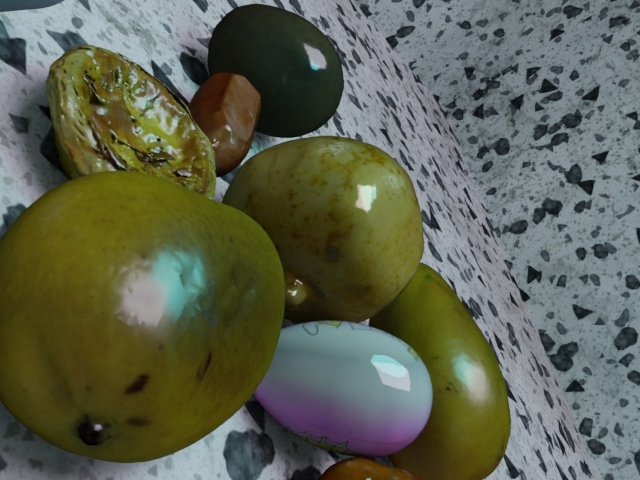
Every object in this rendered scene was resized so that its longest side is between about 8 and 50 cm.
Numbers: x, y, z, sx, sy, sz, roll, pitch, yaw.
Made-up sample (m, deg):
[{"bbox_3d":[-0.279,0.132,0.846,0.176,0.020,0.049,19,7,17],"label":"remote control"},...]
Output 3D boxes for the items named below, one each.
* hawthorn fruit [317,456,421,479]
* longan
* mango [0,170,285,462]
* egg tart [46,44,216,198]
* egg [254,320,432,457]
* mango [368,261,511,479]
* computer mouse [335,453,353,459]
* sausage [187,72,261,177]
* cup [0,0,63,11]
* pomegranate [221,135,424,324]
[{"bbox_3d":[0.076,0.419,0.963,0.197,0.196,0.225,-94,171,-47],"label":"hawthorn fruit"},{"bbox_3d":[-0.098,-0.339,1.421,0.243,0.300,0.300,-48,113,-23],"label":"longan"},{"bbox_3d":[-0.173,0.063,0.774,0.301,0.220,0.445,67,19,-6],"label":"mango"},{"bbox_3d":[-0.270,-0.134,0.956,0.290,0.115,0.290,45,26,-28],"label":"egg tart"},{"bbox_3d":[0.031,0.211,1.027,0.271,0.196,0.196,24,24,5],"label":"egg"},{"bbox_3d":[0.196,0.236,1.283,0.300,0.232,0.446,93,-12,-49],"label":"mango"},{"bbox_3d":[0.036,0.255,1.183,0.128,0.079,0.231,32,52,-49],"label":"computer mouse"},{"bbox_3d":[-0.177,-0.202,1.216,0.133,0.133,0.258,46,29,-30],"label":"sausage"},{"bbox_3d":[-0.425,-0.367,0.735,0.253,0.253,0.371,56,25,-10],"label":"cup"},{"bbox_3d":[0.000,0.000,1.119,0.342,0.342,0.342,46,26,-31],"label":"pomegranate"}]
